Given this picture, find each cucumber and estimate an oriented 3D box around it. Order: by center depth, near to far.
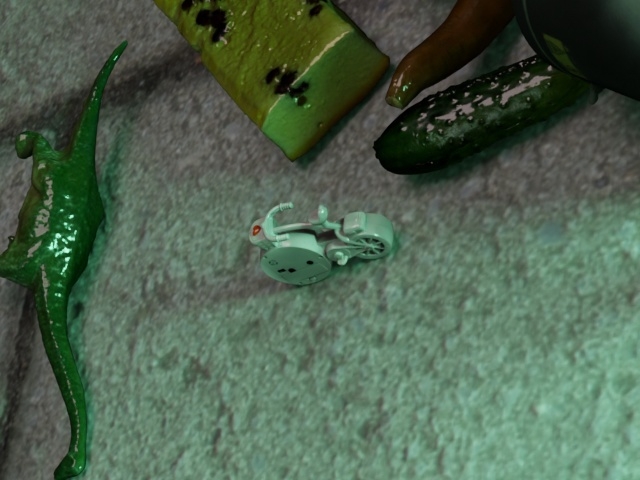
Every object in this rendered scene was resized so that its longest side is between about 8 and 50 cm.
[{"bbox_3d":[0.146,-0.113,1.700,0.227,0.069,0.069,-23,47,26],"label":"cucumber"}]

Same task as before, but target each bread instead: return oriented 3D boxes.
[{"bbox_3d":[-0.066,-0.221,1.981,0.138,0.077,0.361,-46,39,5],"label":"bread"}]

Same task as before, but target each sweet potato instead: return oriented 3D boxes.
[{"bbox_3d":[0.145,-0.207,1.760,0.057,0.057,0.264,10,55,48],"label":"sweet potato"}]

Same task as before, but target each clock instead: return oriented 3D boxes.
[{"bbox_3d":[0.000,0.000,1.743,0.129,0.087,0.041,-14,51,28],"label":"clock"}]

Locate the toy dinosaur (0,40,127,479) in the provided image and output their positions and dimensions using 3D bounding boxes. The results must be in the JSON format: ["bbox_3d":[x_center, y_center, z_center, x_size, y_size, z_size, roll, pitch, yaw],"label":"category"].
[{"bbox_3d":[-0.244,0.001,1.981,0.301,0.087,0.447,16,80,50],"label":"toy dinosaur"}]

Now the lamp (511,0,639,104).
[{"bbox_3d":[0.277,-0.191,1.517,0.272,0.205,0.374,1,68,49],"label":"lamp"}]
